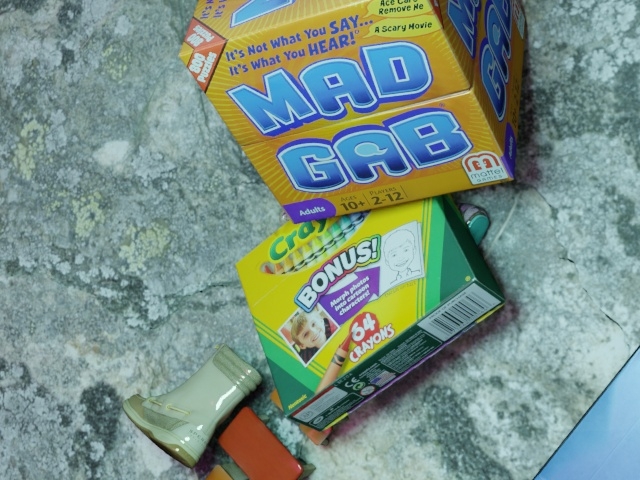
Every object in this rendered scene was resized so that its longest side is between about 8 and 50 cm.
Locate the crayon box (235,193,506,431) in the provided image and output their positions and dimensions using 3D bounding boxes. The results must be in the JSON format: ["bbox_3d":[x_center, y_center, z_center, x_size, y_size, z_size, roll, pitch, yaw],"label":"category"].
[{"bbox_3d":[0.063,0.064,1.797,0.363,0.106,0.313,-38,49,18],"label":"crayon box"}]

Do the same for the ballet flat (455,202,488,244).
[{"bbox_3d":[0.189,0.043,1.828,0.079,0.077,0.222,24,90,46],"label":"ballet flat"}]

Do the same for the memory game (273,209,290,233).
[{"bbox_3d":[0.000,0.000,1.955,0.186,0.012,0.186,-4,82,27],"label":"memory game"}]

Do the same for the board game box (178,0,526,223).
[{"bbox_3d":[0.069,-0.296,1.692,0.356,0.356,0.356,-11,45,25],"label":"board game box"}]

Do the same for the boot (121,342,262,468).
[{"bbox_3d":[-0.220,0.263,1.980,0.203,0.095,0.262,-49,26,-14],"label":"boot"}]

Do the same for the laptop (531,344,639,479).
[{"bbox_3d":[0.486,0.368,1.540,0.236,0.408,0.382,33,103,-7],"label":"laptop"}]

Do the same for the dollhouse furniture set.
[{"bbox_3d":[-0.062,0.382,1.867,0.259,0.135,0.262,43,103,25],"label":"dollhouse furniture set"}]
